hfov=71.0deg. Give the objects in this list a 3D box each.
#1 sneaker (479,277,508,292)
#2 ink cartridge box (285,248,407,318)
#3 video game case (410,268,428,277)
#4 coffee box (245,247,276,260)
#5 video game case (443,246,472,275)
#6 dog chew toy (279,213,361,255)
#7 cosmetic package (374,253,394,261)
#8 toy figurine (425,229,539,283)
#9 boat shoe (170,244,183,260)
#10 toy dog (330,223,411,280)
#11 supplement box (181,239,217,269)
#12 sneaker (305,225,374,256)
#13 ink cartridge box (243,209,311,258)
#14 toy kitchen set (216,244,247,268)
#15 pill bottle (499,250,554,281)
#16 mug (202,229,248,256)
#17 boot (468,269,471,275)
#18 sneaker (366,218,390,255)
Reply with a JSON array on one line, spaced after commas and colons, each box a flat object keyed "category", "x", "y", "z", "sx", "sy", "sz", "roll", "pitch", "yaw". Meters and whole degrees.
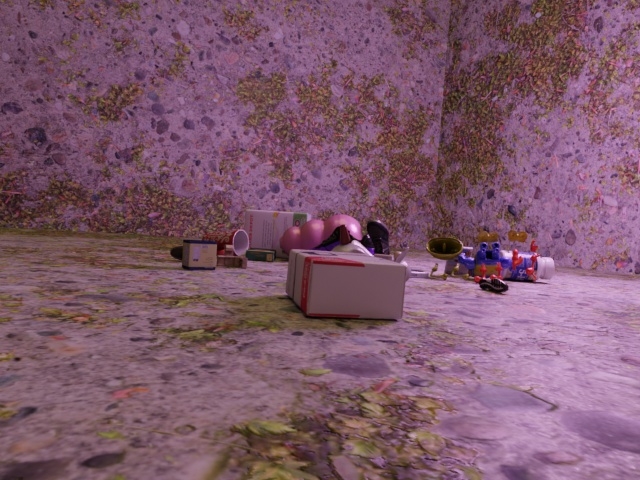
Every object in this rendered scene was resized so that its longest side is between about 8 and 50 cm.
[{"category": "sneaker", "x": 0.510, "y": 0.128, "z": 1.303, "sx": 0.044, "sy": 0.040, "sz": 0.109, "roll": 6, "pitch": 2, "yaw": -17}, {"category": "ink cartridge box", "x": 0.037, "y": 0.077, "z": 0.862, "sx": 0.172, "sy": 0.100, "sz": 0.237, "roll": 4, "pitch": 2, "yaw": -13}, {"category": "video game case", "x": 0.252, "y": 0.109, "z": 1.600, "sx": 0.184, "sy": 0.023, "sz": 0.201, "roll": 4, "pitch": 3, "yaw": -20}, {"category": "coffee box", "x": -0.236, "y": 0.055, "z": 1.802, "sx": 0.113, "sy": 0.040, "sz": 0.184, "roll": 4, "pitch": 2, "yaw": -2}, {"category": "video game case", "x": 0.520, "y": 0.079, "z": 1.698, "sx": 0.087, "sy": 0.121, "sz": 0.011, "roll": 5, "pitch": 27, "yaw": 4}, {"category": "dog chew toy", "x": 0.000, "y": 0.000, "z": 1.834, "sx": 0.333, "sy": 0.206, "sz": 0.206, "roll": -3, "pitch": 2, "yaw": 2}, {"category": "cosmetic package", "x": 0.229, "y": 0.082, "z": 1.772, "sx": 0.115, "sy": 0.060, "sz": 0.041, "roll": 7, "pitch": 4, "yaw": 18}, {"category": "toy figurine", "x": 0.566, "y": 0.102, "z": 1.599, "sx": 0.363, "sy": 0.191, "sz": 0.217, "roll": -2, "pitch": -30, "yaw": 15}, {"category": "boat shoe", "x": -0.432, "y": 0.044, "z": 1.486, "sx": 0.153, "sy": 0.056, "sz": 0.049, "roll": 5, "pitch": -3, "yaw": 12}, {"category": "toy dog", "x": 0.120, "y": 0.042, "z": 1.194, "sx": 0.221, "sy": 0.160, "sz": 0.334, "roll": 5, "pitch": 2, "yaw": 23}, {"category": "supplement box", "x": -0.352, "y": 0.041, "z": 1.304, "sx": 0.084, "sy": 0.083, "sz": 0.056, "roll": 3, "pitch": 2, "yaw": -36}, {"category": "sneaker", "x": 0.052, "y": 0.020, "z": 1.616, "sx": 0.294, "sy": 0.145, "sz": 0.102, "roll": -1, "pitch": 6, "yaw": 15}, {"category": "ink cartridge box", "x": -0.191, "y": -0.028, "z": 1.987, "sx": 0.279, "sy": 0.201, "sz": 0.117, "roll": 4, "pitch": 1, "yaw": 7}, {"category": "toy kitchen set", "x": -0.281, "y": 0.050, "z": 1.431, "sx": 0.084, "sy": 0.068, "sz": 0.075, "roll": 3, "pitch": 2, "yaw": -23}, {"category": "pill bottle", "x": 0.772, "y": 0.099, "z": 1.700, "sx": 0.187, "sy": 0.111, "sz": 0.112, "roll": 4, "pitch": 2, "yaw": 4}, {"category": "mug", "x": -0.409, "y": 0.008, "z": 1.864, "sx": 0.170, "sy": 0.113, "sz": 0.150, "roll": 2, "pitch": -1, "yaw": 25}, {"category": "boot", "x": 0.623, "y": 0.114, "z": 1.785, "sx": 0.158, "sy": 0.059, "sz": 0.084, "roll": 3, "pitch": -3, "yaw": -7}, {"category": "sneaker", "x": 0.234, "y": 0.024, "z": 1.821, "sx": 0.087, "sy": 0.227, "sz": 0.130, "roll": 0, "pitch": 45, "yaw": 17}]
